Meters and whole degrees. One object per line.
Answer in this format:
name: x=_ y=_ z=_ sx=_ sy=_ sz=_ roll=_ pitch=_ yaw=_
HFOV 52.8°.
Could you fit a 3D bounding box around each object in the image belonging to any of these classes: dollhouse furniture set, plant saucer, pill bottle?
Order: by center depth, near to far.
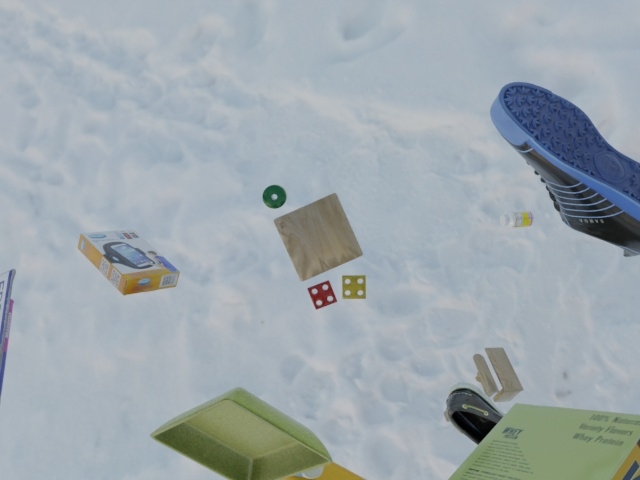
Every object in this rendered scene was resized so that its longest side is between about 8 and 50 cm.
plant saucer: x=-0.107 y=0.271 z=0.898 sx=0.188 sy=0.188 sz=0.045 roll=-32 pitch=31 yaw=36
dollhouse furniture set: x=0.391 y=0.364 z=1.634 sx=0.151 sy=0.144 sz=0.123 roll=117 pitch=147 yaw=-42
pill bottle: x=0.518 y=-0.056 z=1.708 sx=0.083 sy=0.043 sz=0.043 roll=-4 pitch=54 yaw=-13

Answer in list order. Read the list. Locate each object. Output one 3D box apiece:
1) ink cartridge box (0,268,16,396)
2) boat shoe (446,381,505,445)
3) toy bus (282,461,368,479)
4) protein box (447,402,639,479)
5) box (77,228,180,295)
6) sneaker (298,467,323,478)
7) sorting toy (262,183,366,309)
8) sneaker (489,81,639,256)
ink cartridge box: x=-0.416 y=0.226 z=0.693 sx=0.330 sy=0.071 sz=0.324 roll=-17 pitch=63 yaw=29
boat shoe: x=0.311 y=0.341 z=1.115 sx=0.081 sy=0.228 sz=0.068 roll=-53 pitch=1 yaw=33
toy bus: x=-0.030 y=0.594 z=1.600 sx=0.333 sy=0.130 sz=0.108 roll=27 pitch=51 yaw=7
protein box: x=0.265 y=0.303 z=0.717 sx=0.201 sy=0.136 sz=0.200 roll=-36 pitch=10 yaw=-30
box: x=-0.260 y=0.022 z=0.858 sx=0.136 sy=0.081 sz=0.028 roll=37 pitch=117 yaw=31
sneaker: x=-0.072 y=0.515 z=1.491 sx=0.085 sy=0.152 sz=0.058 roll=-13 pitch=66 yaw=52
sorting toy: x=0.000 y=0.000 z=1.253 sx=0.132 sy=0.046 sz=0.274 roll=-24 pitch=97 yaw=4
sneaker: x=0.256 y=-0.062 z=0.650 sx=0.081 sy=0.232 sz=0.090 roll=-54 pitch=0 yaw=-31
